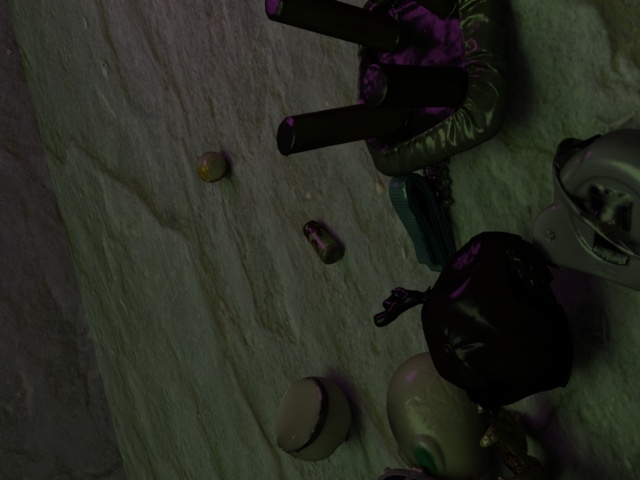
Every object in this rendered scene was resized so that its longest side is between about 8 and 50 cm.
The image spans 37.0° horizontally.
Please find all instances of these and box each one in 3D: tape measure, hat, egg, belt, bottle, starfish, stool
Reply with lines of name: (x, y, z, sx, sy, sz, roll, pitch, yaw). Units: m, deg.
tape measure: (0.373, -0.038, 1.167, 0.236, 0.120, 0.197, 23, 130, 43)
hat: (0.212, 0.150, 1.346, 0.238, 0.209, 0.336, 57, 169, 23)
egg: (-0.246, -0.164, 2.148, 0.083, 0.071, 0.071, -15, 90, 64)
belt: (0.178, -0.036, 1.539, 0.065, 0.100, 0.179, 8, 125, 56)
bottle: (-0.001, 0.001, 1.849, 0.101, 0.047, 0.063, 50, 132, 37)
starfish: (0.288, 0.309, 1.435, 0.216, 0.071, 0.238, -96, -18, -51)
stool: (0.088, -0.267, 1.381, 0.310, 0.226, 0.310, -22, 72, 55)

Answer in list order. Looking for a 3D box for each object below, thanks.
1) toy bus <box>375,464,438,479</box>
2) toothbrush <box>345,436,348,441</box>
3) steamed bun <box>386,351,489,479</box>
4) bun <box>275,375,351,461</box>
toy bus: (0.167, 0.518, 1.549, 0.143, 0.179, 0.305, 4, 136, 42)
toothbrush: (-0.006, 0.438, 2.068, 0.263, 0.022, 0.026, -23, 95, 59)
steamed bun: (0.185, 0.301, 1.575, 0.177, 0.131, 0.228, 129, 123, -73)
bun: (-0.004, 0.364, 1.934, 0.173, 0.120, 0.173, -31, 46, 39)
